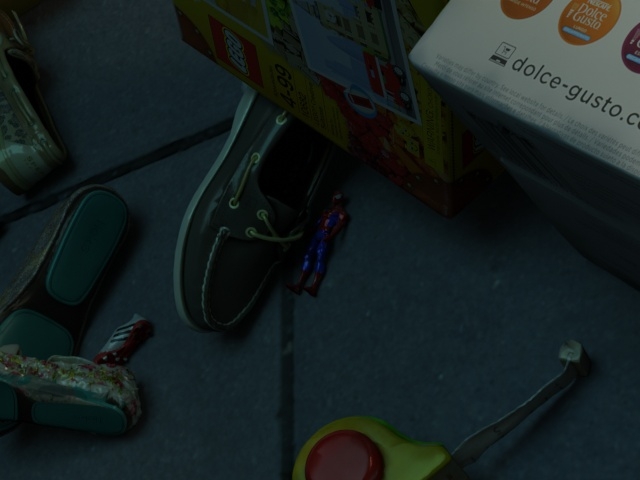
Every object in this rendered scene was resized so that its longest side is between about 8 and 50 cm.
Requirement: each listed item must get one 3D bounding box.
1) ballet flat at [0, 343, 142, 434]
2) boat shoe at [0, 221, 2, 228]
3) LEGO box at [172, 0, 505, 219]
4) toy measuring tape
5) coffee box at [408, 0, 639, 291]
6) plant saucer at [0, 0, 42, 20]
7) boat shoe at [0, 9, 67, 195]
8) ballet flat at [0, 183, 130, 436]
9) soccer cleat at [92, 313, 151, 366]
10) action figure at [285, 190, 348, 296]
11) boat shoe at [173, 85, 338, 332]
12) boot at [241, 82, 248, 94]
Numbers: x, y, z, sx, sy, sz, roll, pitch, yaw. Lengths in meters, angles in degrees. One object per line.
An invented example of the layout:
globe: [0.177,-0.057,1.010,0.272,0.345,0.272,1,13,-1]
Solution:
ballet flat: [-0.303,0.149,1.769,0.241,0.091,0.077,13,43,-3]
boat shoe: [-0.428,-0.046,2.083,0.040,0.049,0.142,-30,46,-8]
LEGO box: [0.029,-0.310,1.482,0.372,0.500,0.193,35,65,26]
toy measuring tape: [0.082,0.174,1.497,0.330,0.121,0.121,-40,44,-2]
coffee box: [0.347,-0.129,1.329,0.334,0.338,0.338,-52,45,-4]
plant saucer: [-0.484,-0.379,2.323,0.333,0.081,0.332,-30,47,19]
boat shoe: [-0.374,-0.186,2.102,0.089,0.104,0.285,-27,58,14]
ballet flat: [-0.313,0.080,1.883,0.106,0.107,0.316,-2,53,60]
soccer cleat: [-0.217,0.113,1.823,0.083,0.029,0.035,-45,36,-1]
action figure: [0.000,0.000,1.732,0.038,0.030,0.115,3,62,44]
boat shoe: [-0.058,-0.044,1.724,0.091,0.109,0.305,17,84,47]
boot: [0.027,-0.231,1.819,0.258,0.095,0.123,-14,56,28]
